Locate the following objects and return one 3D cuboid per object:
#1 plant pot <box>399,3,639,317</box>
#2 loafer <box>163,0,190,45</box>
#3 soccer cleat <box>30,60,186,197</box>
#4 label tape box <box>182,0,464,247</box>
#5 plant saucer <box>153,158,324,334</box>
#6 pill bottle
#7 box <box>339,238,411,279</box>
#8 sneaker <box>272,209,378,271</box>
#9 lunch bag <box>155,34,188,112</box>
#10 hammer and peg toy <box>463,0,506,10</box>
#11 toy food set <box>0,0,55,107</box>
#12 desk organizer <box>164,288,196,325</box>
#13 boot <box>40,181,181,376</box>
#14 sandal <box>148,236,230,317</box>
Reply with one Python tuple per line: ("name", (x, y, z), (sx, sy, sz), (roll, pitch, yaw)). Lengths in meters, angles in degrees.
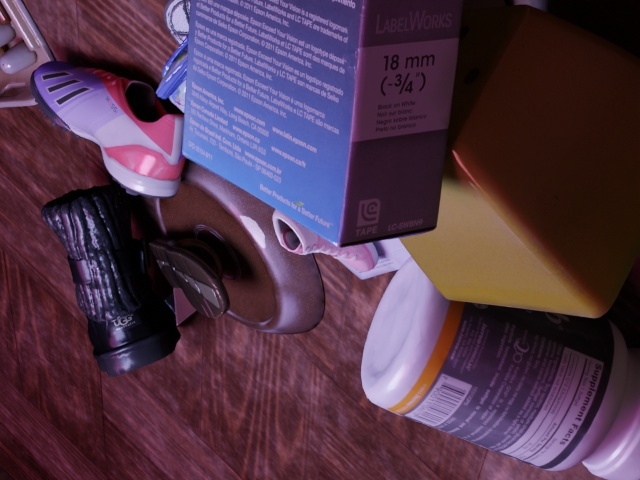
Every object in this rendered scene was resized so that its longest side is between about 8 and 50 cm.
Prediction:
("plant pot", (0.156, -0.082, 1.424), (0.187, 0.212, 0.212), (40, 161, -30))
("loafer", (-0.053, -0.185, 1.853), (0.096, 0.084, 0.267), (-33, 108, 35))
("soccer cleat", (-0.266, -0.172, 2.186), (0.318, 0.108, 0.116), (42, 119, 42))
("label tape box", (0.000, -0.193, 1.321), (0.240, 0.106, 0.334), (31, 123, 48))
("plant saucer", (-0.120, 0.005, 2.210), (0.310, 0.050, 0.311), (37, 150, 25))
("pill bottle", (0.192, 0.126, 1.633), (0.278, 0.162, 0.162), (22, 157, -14))
("box", (0.047, -0.091, 1.685), (0.231, 0.127, 0.262), (41, 155, -13))
("sneaker", (0.000, 0.000, 1.677), (0.051, 0.070, 0.134), (6, 143, 48))
("lunch bag", (-0.063, -0.212, 1.665), (0.090, 0.176, 0.219), (38, 140, -11))
("hammer and peg toy", (0.041, -0.323, 1.460), (0.266, 0.127, 0.361), (32, 147, 35))
("toy food set", (-0.504, -0.321, 2.360), (0.219, 0.092, 0.306), (3, 125, 56))
("desk organizer", (-0.185, 0.083, 2.347), (0.047, 0.050, 0.130), (51, 180, 1))
("boot", (-0.300, 0.047, 2.442), (0.348, 0.131, 0.260), (175, 72, -79))
("sandal", (-0.160, 0.036, 2.202), (0.219, 0.060, 0.090), (24, 139, 66))
